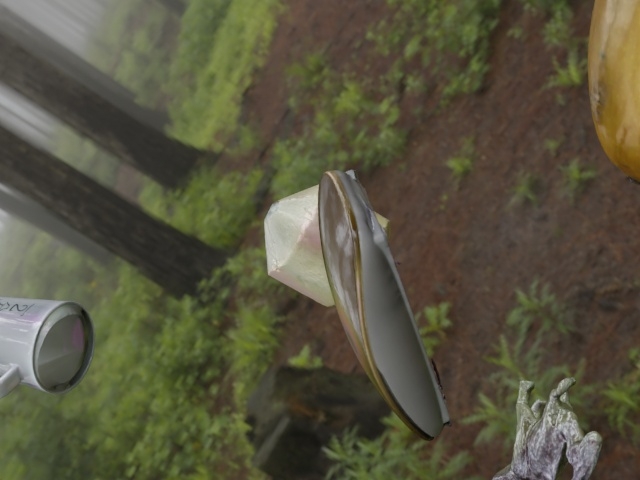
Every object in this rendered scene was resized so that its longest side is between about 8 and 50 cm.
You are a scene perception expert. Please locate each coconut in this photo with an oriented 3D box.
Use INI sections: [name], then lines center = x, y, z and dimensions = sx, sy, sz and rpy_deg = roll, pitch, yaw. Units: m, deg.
[coconut]
center = 0.000, 0.000, 1.450
dimensions = 0.147, 0.153, 0.147
rpy_deg = -61, 6, 11

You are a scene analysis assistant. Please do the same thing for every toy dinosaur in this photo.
[toy dinosaur]
center = 0.311, 0.274, 1.567
dimensions = 0.294, 0.077, 0.162
rpy_deg = 106, 174, -68

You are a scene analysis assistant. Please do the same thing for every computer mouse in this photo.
[computer mouse]
center = 0.055, 0.072, 1.113
dimensions = 0.072, 0.310, 0.158
rpy_deg = -22, 40, 1

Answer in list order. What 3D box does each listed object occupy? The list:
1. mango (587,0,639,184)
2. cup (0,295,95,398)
[mango]
center = 0.302, -0.189, 0.832
dimensions = 0.144, 0.187, 0.359
rpy_deg = -84, 0, -55
[cup]
center = -0.253, 0.088, 0.909
dimensions = 0.116, 0.074, 0.104
rpy_deg = 6, 37, 26
